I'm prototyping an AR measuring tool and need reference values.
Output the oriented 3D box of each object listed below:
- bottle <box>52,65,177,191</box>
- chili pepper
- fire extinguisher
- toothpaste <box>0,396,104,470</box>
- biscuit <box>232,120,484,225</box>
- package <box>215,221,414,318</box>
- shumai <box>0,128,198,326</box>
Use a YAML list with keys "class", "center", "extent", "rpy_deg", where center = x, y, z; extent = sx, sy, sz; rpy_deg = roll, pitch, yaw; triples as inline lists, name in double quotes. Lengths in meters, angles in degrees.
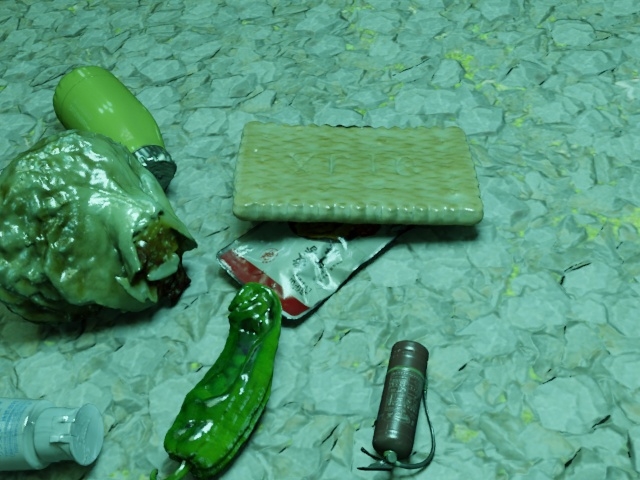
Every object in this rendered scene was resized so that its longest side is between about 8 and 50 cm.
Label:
- class: "bottle"
  center: [-0.297, -0.157, 1.216]
  extent: [0.112, 0.112, 0.260]
  rpy_deg: [-31, 50, -18]
- class: "chili pepper"
  center: [-0.104, 0.160, 0.923]
  extent: [0.100, 0.074, 0.257]
  rpy_deg: [10, 48, 19]
- class: "fire extinguisher"
  center: [0.091, 0.185, 0.887]
  extent: [0.078, 0.045, 0.157]
  rpy_deg: [20, 49, -3]
- class: "toothpaste"
  center: [-0.390, 0.216, 0.927]
  extent: [0.299, 0.073, 0.114]
  rpy_deg: [-4, 55, 17]
- class: "biscuit"
  center: [0.046, -0.089, 1.109]
  extent: [0.324, 0.044, 0.217]
  rpy_deg: [0, 41, -1]
- class: "package"
  center: [0.000, 0.000, 1.078]
  extent: [0.239, 0.030, 0.154]
  rpy_deg: [-38, 55, -24]
- class: "shumai"
  center: [-0.269, -0.009, 1.019]
  extent: [0.218, 0.189, 0.256]
  rpy_deg: [16, 72, 14]
